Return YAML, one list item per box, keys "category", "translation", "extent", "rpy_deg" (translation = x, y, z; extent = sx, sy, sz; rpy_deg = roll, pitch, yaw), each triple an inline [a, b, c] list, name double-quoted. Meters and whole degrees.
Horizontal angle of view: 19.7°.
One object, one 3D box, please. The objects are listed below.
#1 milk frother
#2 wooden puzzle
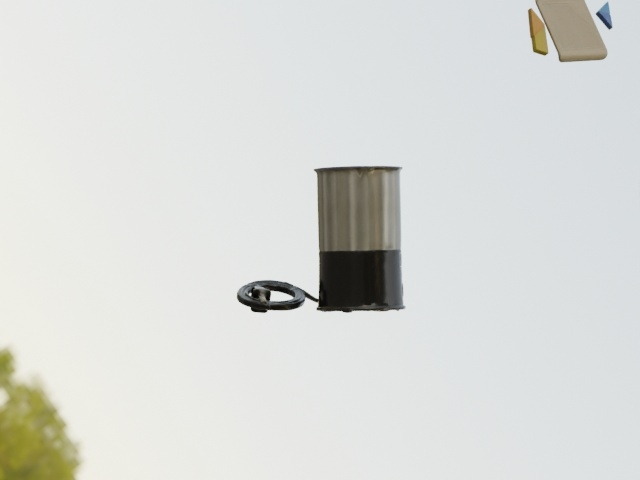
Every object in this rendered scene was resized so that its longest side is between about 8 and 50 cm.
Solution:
- category: "milk frother"
  translation: [0.000, 0.000, 1.710]
  extent: [0.129, 0.143, 0.135]
  rpy_deg: [176, -87, -65]
- category: "wooden puzzle"
  translation: [0.244, -0.209, 1.803]
  extent: [0.014, 0.116, 0.079]
  rpy_deg: [-35, -119, 50]
